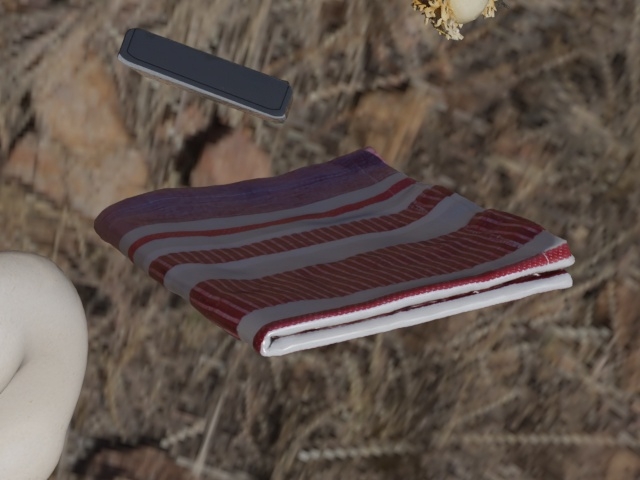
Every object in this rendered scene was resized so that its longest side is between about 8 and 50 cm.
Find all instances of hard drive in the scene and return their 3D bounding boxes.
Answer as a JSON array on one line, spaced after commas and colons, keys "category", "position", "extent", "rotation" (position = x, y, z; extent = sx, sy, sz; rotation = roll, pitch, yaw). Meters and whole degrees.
[{"category": "hard drive", "position": [-0.061, -0.091, 1.105], "extent": [0.094, 0.135, 0.022], "rotation": [20, 92, -1]}]

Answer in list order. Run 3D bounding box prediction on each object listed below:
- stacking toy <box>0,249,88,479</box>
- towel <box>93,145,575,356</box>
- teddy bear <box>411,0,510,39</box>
[{"category": "stacking toy", "position": [-0.415, 0.035, 1.229], "extent": [0.480, 0.350, 0.350], "rotation": [38, 59, 17]}, {"category": "towel", "position": [0.000, 0.000, 1.386], "extent": [0.237, 0.329, 0.037], "rotation": [-13, 108, -21]}, {"category": "teddy bear", "position": [0.077, -0.302, 1.321], "extent": [0.113, 0.338, 0.245], "rotation": [0, 33, 32]}]
